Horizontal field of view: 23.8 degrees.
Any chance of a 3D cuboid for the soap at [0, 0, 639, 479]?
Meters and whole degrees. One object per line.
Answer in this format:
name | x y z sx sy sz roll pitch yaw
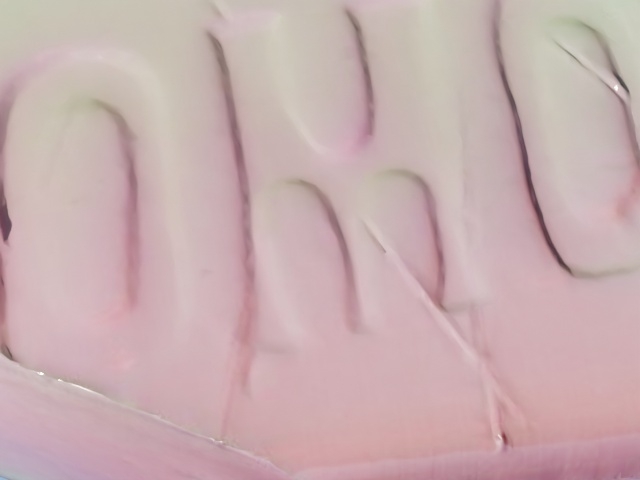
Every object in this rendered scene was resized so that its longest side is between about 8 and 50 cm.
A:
soap | 0.000 0.000 0.468 0.324 0.193 0.109 -5 154 -8
